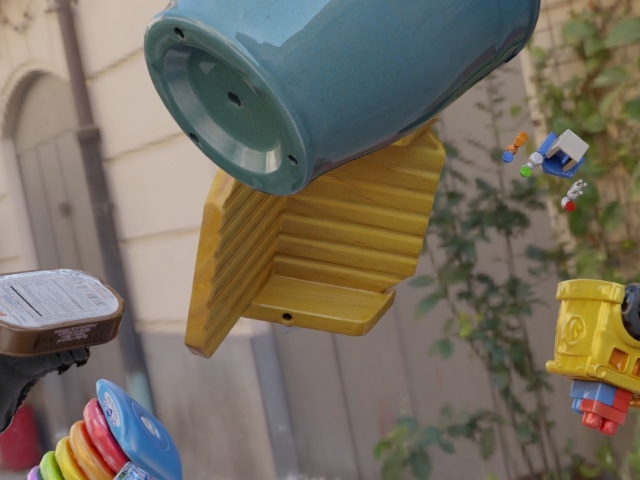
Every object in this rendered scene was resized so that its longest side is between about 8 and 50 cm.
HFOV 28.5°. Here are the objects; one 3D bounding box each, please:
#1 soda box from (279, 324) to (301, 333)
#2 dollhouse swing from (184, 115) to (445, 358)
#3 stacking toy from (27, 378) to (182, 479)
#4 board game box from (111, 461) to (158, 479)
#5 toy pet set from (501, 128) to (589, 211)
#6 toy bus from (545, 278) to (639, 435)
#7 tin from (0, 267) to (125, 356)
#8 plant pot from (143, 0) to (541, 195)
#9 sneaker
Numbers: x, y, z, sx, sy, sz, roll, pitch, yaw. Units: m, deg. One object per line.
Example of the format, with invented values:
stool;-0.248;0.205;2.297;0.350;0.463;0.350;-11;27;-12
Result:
soda box;-0.049;0.102;2.178;0.069;0.074;0.216;-16;-14;-1
dollhouse swing;0.000;0.000;1.730;0.315;0.347;0.305;11;29;-3
stacking toy;-0.378;0.368;1.913;0.302;0.166;0.175;-37;45;3
board game box;-0.187;0.368;1.333;0.194;0.194;0.060;-53;6;-22
toy pet set;0.309;-0.101;1.731;0.114;0.122;0.065;-52;2;-28
toy bus;0.430;0.173;1.761;0.220;0.211;0.149;20;-13;-26
tin;-0.289;0.071;1.313;0.106;0.040;0.189;34;24;31
plant pot;0.001;-0.181;1.057;0.255;0.271;0.271;-45;18;-24
sneaker;-0.353;0.155;1.548;0.147;0.104;0.296;-4;-35;-15
